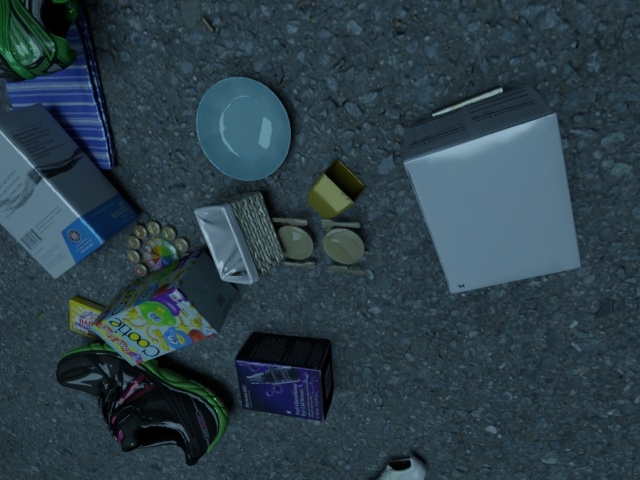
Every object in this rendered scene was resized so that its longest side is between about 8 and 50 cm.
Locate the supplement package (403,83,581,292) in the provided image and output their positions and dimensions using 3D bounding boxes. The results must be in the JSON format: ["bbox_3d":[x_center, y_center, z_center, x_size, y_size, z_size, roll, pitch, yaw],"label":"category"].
[{"bbox_3d":[0.271,-0.074,0.681,0.204,0.145,0.262,-15,120,21],"label":"supplement package"}]

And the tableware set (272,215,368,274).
[{"bbox_3d":[0.000,0.000,0.876,0.194,0.039,0.128,5,126,20],"label":"tableware set"}]

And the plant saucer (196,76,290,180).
[{"bbox_3d":[-0.145,-0.215,0.821,0.195,0.037,0.195,6,114,14],"label":"plant saucer"}]

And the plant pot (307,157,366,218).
[{"bbox_3d":[0.022,-0.091,0.809,0.081,0.081,0.083,44,127,-6],"label":"plant pot"}]

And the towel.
[{"bbox_3d":[-0.571,-0.315,0.895,0.243,0.040,0.336,4,114,15],"label":"towel"}]

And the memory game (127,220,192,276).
[{"bbox_3d":[-0.383,0.040,1.012,0.186,0.012,0.186,6,115,13],"label":"memory game"}]

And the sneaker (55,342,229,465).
[{"bbox_3d":[-0.478,0.416,1.083,0.482,0.202,0.185,19,135,8],"label":"sneaker"}]

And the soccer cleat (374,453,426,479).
[{"bbox_3d":[0.178,0.603,1.076,0.196,0.068,0.076,-37,94,19],"label":"soccer cleat"}]

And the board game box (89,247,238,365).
[{"bbox_3d":[-0.353,0.156,0.968,0.275,0.144,0.142,-24,116,23],"label":"board game box"}]

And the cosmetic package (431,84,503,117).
[{"bbox_3d":[0.251,-0.210,0.712,0.115,0.041,0.060,-19,107,22],"label":"cosmetic package"}]

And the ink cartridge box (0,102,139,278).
[{"bbox_3d":[-0.594,-0.100,0.922,0.223,0.129,0.307,-26,109,30],"label":"ink cartridge box"}]

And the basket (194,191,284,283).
[{"bbox_3d":[-0.161,-0.009,0.863,0.113,0.103,0.167,0,114,44],"label":"basket"}]

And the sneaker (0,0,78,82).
[{"bbox_3d":[-0.504,-0.450,0.747,0.146,0.134,0.344,-9,88,-7],"label":"sneaker"}]

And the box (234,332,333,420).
[{"bbox_3d":[-0.081,0.317,0.995,0.207,0.108,0.153,1,114,14],"label":"box"}]

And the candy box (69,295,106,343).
[{"bbox_3d":[-0.579,0.229,1.140,0.205,0.027,0.105,19,114,6],"label":"candy box"}]
